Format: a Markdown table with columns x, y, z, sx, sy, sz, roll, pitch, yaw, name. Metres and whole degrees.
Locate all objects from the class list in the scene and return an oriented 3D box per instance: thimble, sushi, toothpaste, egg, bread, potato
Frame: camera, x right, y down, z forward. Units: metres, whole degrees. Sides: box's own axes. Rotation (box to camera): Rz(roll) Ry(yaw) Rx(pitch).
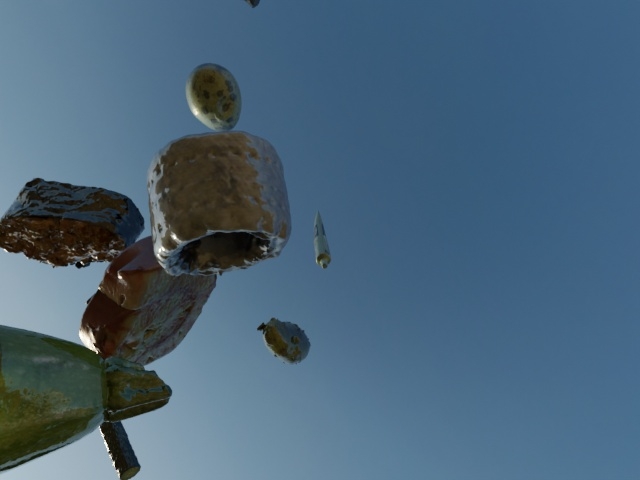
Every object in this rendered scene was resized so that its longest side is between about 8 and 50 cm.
| x | y | z | sx | sy | sz | roll | pitch | yaw | name |
| --- | --- | --- | --- | --- | --- | --- | --- | --- | --- |
| -0.162 | -0.044 | 0.696 | 0.245 | 0.217 | 0.157 | -29 | -117 | 44 | thimble |
| -0.657 | -0.022 | 1.187 | 0.348 | 0.208 | 0.234 | 4 | -44 | 4 | sushi |
| 0.000 | 0.000 | 1.141 | 0.038 | 0.233 | 0.060 | 0 | -57 | -6 | toothpaste |
| -0.279 | -0.374 | 1.168 | 0.141 | 0.141 | 0.182 | -10 | -52 | 7 | egg |
| -0.383 | 0.147 | 1.016 | 0.114 | 0.295 | 0.328 | 33 | -76 | 19 | bread |
| -0.092 | 0.267 | 1.175 | 0.090 | 0.225 | 0.117 | -33 | -118 | 6 | potato |

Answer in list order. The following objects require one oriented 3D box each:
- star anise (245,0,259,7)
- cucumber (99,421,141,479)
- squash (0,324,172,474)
| x | y | z | sx | sy | sz | roll | pitch | yaw | name |
| --- | --- | --- | --- | --- | --- | --- | --- | --- | --- |
| -0.071 | -0.356 | 0.325 | 0.331 | 0.117 | 0.332 | 4 | -81 | 29 | star anise |
| -0.653 | 0.611 | 1.397 | 0.067 | 0.067 | 0.293 | -51 | -122 | 14 | cucumber |
| -0.186 | 0.113 | 0.332 | 0.105 | 0.132 | 0.105 | -10 | -105 | 40 | squash |
